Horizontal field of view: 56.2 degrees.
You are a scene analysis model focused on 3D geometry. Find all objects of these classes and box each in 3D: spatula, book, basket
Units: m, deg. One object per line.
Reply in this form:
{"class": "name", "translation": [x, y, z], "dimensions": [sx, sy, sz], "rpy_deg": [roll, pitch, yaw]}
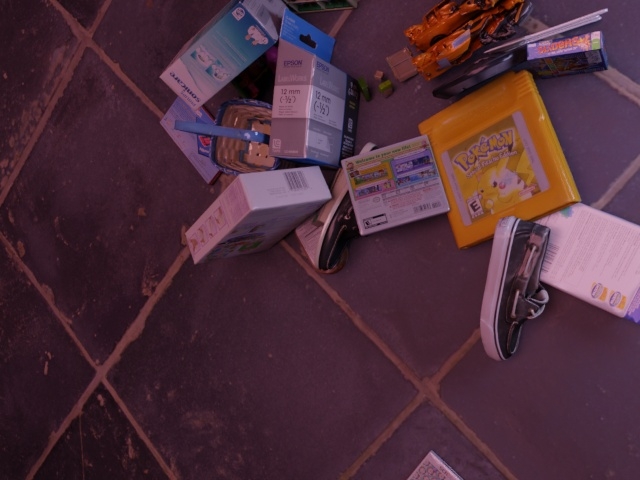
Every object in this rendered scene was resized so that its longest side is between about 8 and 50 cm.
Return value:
{"class": "spatula", "translation": [0.472, -0.440, 1.272], "dimensions": [0.241, 0.168, 0.019], "rpy_deg": [-15, 96, 23]}
{"class": "book", "translation": [0.025, -0.106, 1.523], "dimensions": [0.035, 0.096, 0.144], "rpy_deg": [26, 80, -10]}
{"class": "basket", "translation": [-0.199, -0.266, 1.553], "dimensions": [0.254, 0.289, 0.201], "rpy_deg": [15, 101, 25]}

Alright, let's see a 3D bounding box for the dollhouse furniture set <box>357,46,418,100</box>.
{"class": "dollhouse furniture set", "translation": [0.172, -0.410, 1.508], "dimensions": [0.151, 0.058, 0.076], "rpy_deg": [-28, 68, 5]}

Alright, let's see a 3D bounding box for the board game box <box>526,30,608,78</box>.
{"class": "board game box", "translation": [0.507, -0.373, 1.223], "dimensions": [0.136, 0.201, 0.035], "rpy_deg": [-1, 92, 28]}

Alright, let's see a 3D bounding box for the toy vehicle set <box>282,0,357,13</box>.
{"class": "toy vehicle set", "translation": [-0.055, -0.641, 1.554], "dimensions": [0.266, 0.166, 0.035], "rpy_deg": [7, 89, 29]}

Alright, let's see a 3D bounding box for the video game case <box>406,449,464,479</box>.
{"class": "video game case", "translation": [0.273, 0.608, 1.431], "dimensions": [0.143, 0.019, 0.157], "rpy_deg": [40, 107, 24]}

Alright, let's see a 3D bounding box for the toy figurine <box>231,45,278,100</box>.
{"class": "toy figurine", "translation": [-0.167, -0.477, 1.663], "dimensions": [0.159, 0.130, 0.173], "rpy_deg": [-38, 47, 9]}

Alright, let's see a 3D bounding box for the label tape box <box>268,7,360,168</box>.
{"class": "label tape box", "translation": [-0.002, -0.358, 1.472], "dimensions": [0.115, 0.249, 0.348], "rpy_deg": [9, 93, 29]}

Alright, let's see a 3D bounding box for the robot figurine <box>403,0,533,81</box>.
{"class": "robot figurine", "translation": [0.334, -0.500, 1.355], "dimensions": [0.291, 0.085, 0.211], "rpy_deg": [-32, 50, 31]}

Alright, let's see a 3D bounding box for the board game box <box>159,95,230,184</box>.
{"class": "board game box", "translation": [-0.364, -0.314, 1.794], "dimensions": [0.145, 0.027, 0.281], "rpy_deg": [-48, 68, 21]}

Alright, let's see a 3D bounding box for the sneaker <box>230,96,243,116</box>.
{"class": "sneaker", "translation": [-0.244, -0.345, 1.721], "dimensions": [0.058, 0.052, 0.135], "rpy_deg": [22, 85, -4]}

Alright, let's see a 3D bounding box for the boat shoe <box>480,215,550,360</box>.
{"class": "boat shoe", "translation": [0.415, 0.117, 1.261], "dimensions": [0.119, 0.121, 0.335], "rpy_deg": [14, 119, 33]}

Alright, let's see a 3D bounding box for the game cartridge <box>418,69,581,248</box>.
{"class": "game cartridge", "translation": [0.380, -0.178, 1.329], "dimensions": [0.285, 0.052, 0.324], "rpy_deg": [-28, 72, 38]}

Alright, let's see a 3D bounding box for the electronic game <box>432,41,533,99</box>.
{"class": "electronic game", "translation": [0.349, -0.367, 1.298], "dimensions": [0.229, 0.229, 0.048], "rpy_deg": [-22, 97, 26]}

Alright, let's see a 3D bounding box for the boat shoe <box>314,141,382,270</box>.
{"class": "boat shoe", "translation": [0.097, -0.067, 1.478], "dimensions": [0.113, 0.127, 0.340], "rpy_deg": [25, 85, 16]}

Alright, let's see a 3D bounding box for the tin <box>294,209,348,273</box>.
{"class": "tin", "translation": [0.000, 0.000, 1.585], "dimensions": [0.106, 0.040, 0.190], "rpy_deg": [-35, 73, 19]}

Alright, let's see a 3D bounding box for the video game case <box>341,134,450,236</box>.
{"class": "video game case", "translation": [0.172, -0.128, 1.400], "dimensions": [0.212, 0.023, 0.194], "rpy_deg": [-16, 75, 8]}

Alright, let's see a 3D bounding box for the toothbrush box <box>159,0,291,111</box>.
{"class": "toothbrush box", "translation": [-0.234, -0.490, 1.494], "dimensions": [0.295, 0.216, 0.126], "rpy_deg": [-31, 118, 31]}

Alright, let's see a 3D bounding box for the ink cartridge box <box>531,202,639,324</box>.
{"class": "ink cartridge box", "translation": [0.571, 0.032, 1.258], "dimensions": [0.311, 0.065, 0.186], "rpy_deg": [28, 103, 29]}

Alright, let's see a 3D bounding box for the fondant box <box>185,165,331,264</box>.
{"class": "fondant box", "translation": [-0.162, -0.060, 1.497], "dimensions": [0.330, 0.238, 0.096], "rpy_deg": [-38, 70, 48]}
